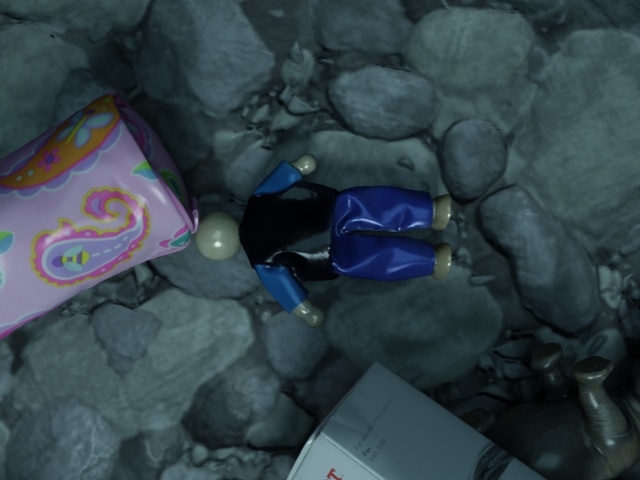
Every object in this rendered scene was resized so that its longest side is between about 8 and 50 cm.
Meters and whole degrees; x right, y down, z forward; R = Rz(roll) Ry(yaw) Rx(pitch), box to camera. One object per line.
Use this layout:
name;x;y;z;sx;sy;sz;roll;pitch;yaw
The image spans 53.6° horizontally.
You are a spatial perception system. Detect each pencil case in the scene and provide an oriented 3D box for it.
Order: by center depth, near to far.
pencil case;-0.225;0.014;0.429;0.284;0.124;0.124;-31;87;-4

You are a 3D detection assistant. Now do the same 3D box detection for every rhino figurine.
rhino figurine;0.186;0.129;0.452;0.243;0.073;0.106;-21;105;-5

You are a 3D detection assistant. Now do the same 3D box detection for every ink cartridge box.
ink cartridge box;0.071;0.188;0.388;0.190;0.140;0.082;35;40;15

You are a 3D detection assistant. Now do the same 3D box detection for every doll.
doll;0.000;0.000;0.471;0.189;0.046;0.129;2;84;-2
